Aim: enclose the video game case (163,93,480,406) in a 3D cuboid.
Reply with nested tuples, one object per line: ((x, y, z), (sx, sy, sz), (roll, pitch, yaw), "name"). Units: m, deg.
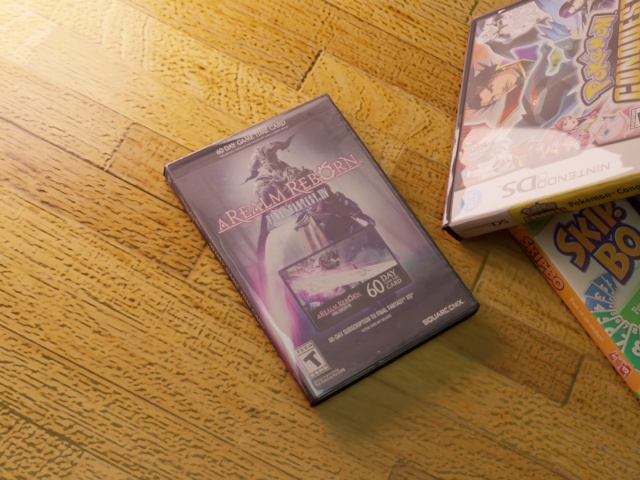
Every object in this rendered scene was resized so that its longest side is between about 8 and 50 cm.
((0.000, 0.000, 1.134), (0.196, 0.026, 0.274), (-27, 73, -24), "video game case")

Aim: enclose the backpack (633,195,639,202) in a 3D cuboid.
((0.433, -0.118, 1.199), (0.225, 0.191, 0.253), (37, 69, 5), "backpack")

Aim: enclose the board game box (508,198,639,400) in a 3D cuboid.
((0.295, 0.031, 1.183), (0.124, 0.039, 0.259), (-28, 70, -25), "board game box")

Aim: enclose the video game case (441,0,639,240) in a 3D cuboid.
((0.243, -0.147, 1.157), (0.035, 0.248, 0.275), (36, 53, -37), "video game case")
